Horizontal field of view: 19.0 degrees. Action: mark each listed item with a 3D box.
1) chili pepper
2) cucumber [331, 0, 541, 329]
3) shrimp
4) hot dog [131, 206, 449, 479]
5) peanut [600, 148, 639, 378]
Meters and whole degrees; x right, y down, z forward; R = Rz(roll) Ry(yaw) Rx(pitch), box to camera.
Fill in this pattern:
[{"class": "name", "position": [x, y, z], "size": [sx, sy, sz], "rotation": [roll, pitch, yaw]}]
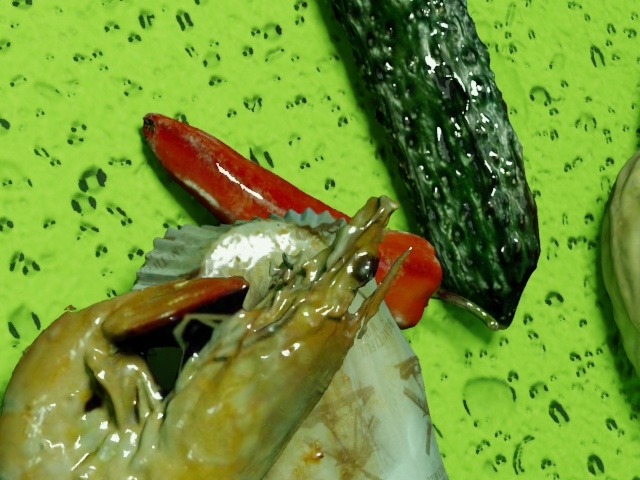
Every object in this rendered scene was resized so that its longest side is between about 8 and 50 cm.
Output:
[{"class": "chili pepper", "position": [0.000, 0.000, 1.211], "size": [0.272, 0.071, 0.063], "rotation": [28, 102, -20]}, {"class": "cucumber", "position": [0.070, -0.113, 1.270], "size": [0.096, 0.096, 0.359], "rotation": [-22, 89, -36]}, {"class": "shrimp", "position": [-0.074, 0.069, 1.067], "size": [0.152, 0.063, 0.287], "rotation": [38, 93, 2]}, {"class": "hot dog", "position": [-0.015, 0.106, 1.153], "size": [0.162, 0.082, 0.270], "rotation": [-24, 99, -16]}, {"class": "peanut", "position": [0.283, -0.034, 1.364], "size": [0.152, 0.152, 0.313], "rotation": [29, 65, -25]}]
